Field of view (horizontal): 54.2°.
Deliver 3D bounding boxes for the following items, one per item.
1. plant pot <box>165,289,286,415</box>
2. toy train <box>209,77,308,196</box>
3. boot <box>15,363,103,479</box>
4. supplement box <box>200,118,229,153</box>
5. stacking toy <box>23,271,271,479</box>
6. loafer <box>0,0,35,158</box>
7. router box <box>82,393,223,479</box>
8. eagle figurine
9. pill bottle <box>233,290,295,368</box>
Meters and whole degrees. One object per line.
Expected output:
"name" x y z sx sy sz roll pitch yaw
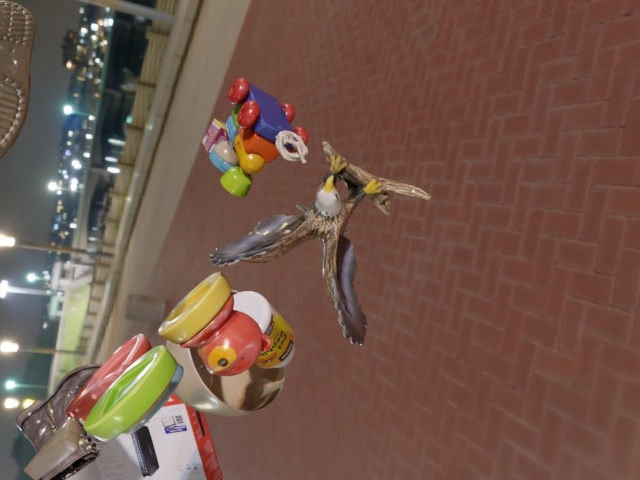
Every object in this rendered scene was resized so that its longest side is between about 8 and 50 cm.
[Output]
"plant pot" -0.246 0.277 1.426 0.191 0.284 0.284 -30 50 32
"toy train" -0.095 -0.121 0.910 0.143 0.105 0.248 -53 33 22
"boot" -0.590 0.446 1.509 0.229 0.263 0.091 36 156 36
"supplement box" -0.273 -0.270 1.650 0.083 0.043 0.055 -58 43 11
"stacking toy" -0.225 0.217 0.865 0.309 0.130 0.279 -36 15 27
"loafer" -0.275 -0.130 0.535 0.050 0.056 0.148 -24 54 62
"router box" -0.469 0.561 1.734 0.082 0.335 0.301 -27 -78 -72
"eagle figurine" -0.003 -0.007 0.934 0.226 0.225 0.298 4 54 37
"pill bottle" -0.128 0.201 1.340 0.215 0.117 0.117 58 -157 -56
